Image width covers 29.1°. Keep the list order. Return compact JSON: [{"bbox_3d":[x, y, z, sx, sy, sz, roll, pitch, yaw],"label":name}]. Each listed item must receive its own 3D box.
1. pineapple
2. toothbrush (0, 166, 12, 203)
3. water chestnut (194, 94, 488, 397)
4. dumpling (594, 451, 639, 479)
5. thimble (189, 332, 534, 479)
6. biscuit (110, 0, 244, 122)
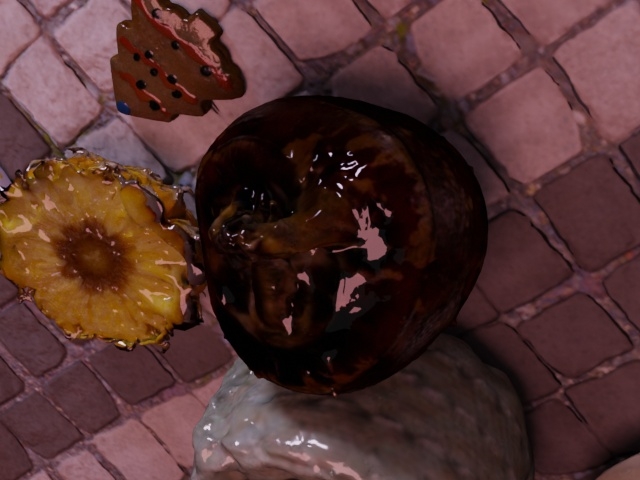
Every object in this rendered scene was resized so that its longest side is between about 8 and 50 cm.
[{"bbox_3d":[-0.184,0.003,1.081,0.224,0.076,0.225,11,127,15],"label":"pineapple"},{"bbox_3d":[-0.344,-0.140,1.096,0.024,0.018,0.257,-10,118,37],"label":"toothbrush"},{"bbox_3d":[0.000,0.000,0.900,0.223,0.238,0.224,9,105,36],"label":"water chestnut"},{"bbox_3d":[0.326,0.364,1.000,0.395,0.233,0.315,52,131,4],"label":"dumpling"},{"bbox_3d":[0.027,0.208,1.046,0.291,0.195,0.291,11,126,16],"label":"thimble"},{"bbox_3d":[-0.126,-0.138,0.994,0.119,0.019,0.130,44,129,-8],"label":"biscuit"}]
